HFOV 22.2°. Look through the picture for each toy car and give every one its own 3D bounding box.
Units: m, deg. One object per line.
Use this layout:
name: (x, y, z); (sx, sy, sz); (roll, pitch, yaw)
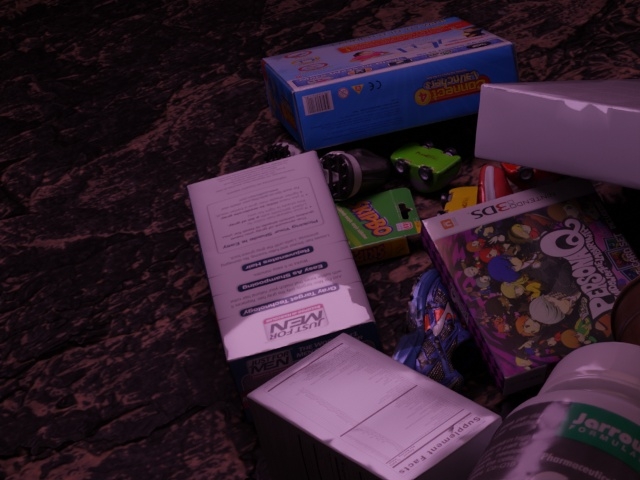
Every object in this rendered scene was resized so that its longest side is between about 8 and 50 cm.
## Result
toy car: (0.187, -0.077, 2.121); (0.239, 0.053, 0.225); (-34, 37, -31)

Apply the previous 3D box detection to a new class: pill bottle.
pill bottle: (0.212, 0.260, 1.410); (0.204, 0.204, 0.361); (5, 36, 30)

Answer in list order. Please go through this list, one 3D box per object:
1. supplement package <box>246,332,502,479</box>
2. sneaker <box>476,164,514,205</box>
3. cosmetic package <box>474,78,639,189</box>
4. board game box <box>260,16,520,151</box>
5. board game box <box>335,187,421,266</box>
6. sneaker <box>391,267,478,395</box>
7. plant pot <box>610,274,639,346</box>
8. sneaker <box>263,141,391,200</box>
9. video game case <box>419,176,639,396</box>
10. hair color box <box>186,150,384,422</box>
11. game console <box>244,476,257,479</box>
supplement package: (0.061, 0.215, 1.616); (0.139, 0.134, 0.244); (-31, 34, -26)
sneaker: (0.253, 0.004, 1.922); (0.128, 0.087, 0.221); (-3, 58, 0)
cosmetic package: (0.407, -0.127, 1.928); (0.284, 0.097, 0.377); (12, 13, 40)
board game box: (0.091, -0.226, 2.287); (0.308, 0.086, 0.302); (-13, 16, -6)
board game box: (0.000, 0.000, 2.095); (0.259, 0.039, 0.124); (-16, 31, 2)
sneaker: (0.136, 0.113, 1.825); (0.087, 0.083, 0.221); (8, 41, 11)
plant pot: (0.369, 0.137, 1.607); (0.167, 0.167, 0.165); (-5, 39, 16)
sneaker: (0.013, -0.095, 2.211); (0.106, 0.078, 0.234); (-7, 10, -33)
video game case: (0.250, 0.044, 1.812); (0.210, 0.042, 0.232); (-16, 54, -12)
hair color box: (-0.044, 0.046, 1.930); (0.174, 0.105, 0.347); (-16, 38, -2)
game console: (-0.074, 0.305, 1.593); (0.071, 0.107, 0.122); (0, 19, -36)
